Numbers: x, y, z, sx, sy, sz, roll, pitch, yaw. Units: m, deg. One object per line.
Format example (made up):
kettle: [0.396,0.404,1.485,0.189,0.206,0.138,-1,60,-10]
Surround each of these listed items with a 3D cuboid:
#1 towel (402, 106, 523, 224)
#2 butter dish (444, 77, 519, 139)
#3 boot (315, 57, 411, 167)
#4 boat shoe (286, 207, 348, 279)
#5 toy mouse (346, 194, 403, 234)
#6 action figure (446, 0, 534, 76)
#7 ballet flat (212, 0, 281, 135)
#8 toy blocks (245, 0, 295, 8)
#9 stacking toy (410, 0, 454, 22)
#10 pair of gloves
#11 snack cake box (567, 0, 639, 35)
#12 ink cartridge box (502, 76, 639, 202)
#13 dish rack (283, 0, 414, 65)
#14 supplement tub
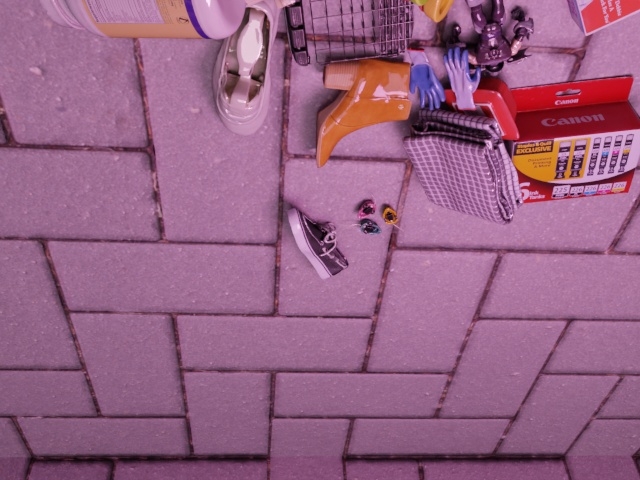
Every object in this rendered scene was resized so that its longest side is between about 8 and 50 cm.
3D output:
towel: [0.342,-0.173,1.555,0.121,0.235,0.283,-50,134,-17]
butter dish: [0.392,-0.324,1.506,0.160,0.118,0.160,15,155,46]
boot: [0.100,-0.288,1.527,0.211,0.104,0.295,3,132,-7]
boat shoe: [0.001,0.003,1.813,0.105,0.113,0.306,-22,136,9]
toy mouse: [0.140,-0.065,1.806,0.143,0.031,0.161,-18,133,14]
action figure: [0.360,-0.463,1.374,0.185,0.099,0.285,-18,138,5]
ballet flat: [-0.168,-0.369,1.408,0.139,0.139,0.400,8,135,-11]
toy blocks: [-0.029,-0.570,1.066,0.260,0.288,0.309,-17,118,21]
stacking toy: [0.190,-0.552,1.121,0.130,0.279,0.308,29,117,15]
pair of gloves: [0.273,-0.358,1.443,0.198,0.023,0.159,17,142,42]
snack cake box: [0.559,-0.562,1.284,0.152,0.089,0.264,-23,132,17]
ink cartridge box: [0.607,-0.240,1.586,0.310,0.130,0.271,-6,135,4]
dish rack: [0.060,-0.473,1.362,0.272,0.074,0.208,-6,137,1]
supplement tub: [-0.320,-0.491,1.176,0.331,0.241,0.241,4,137,11]
